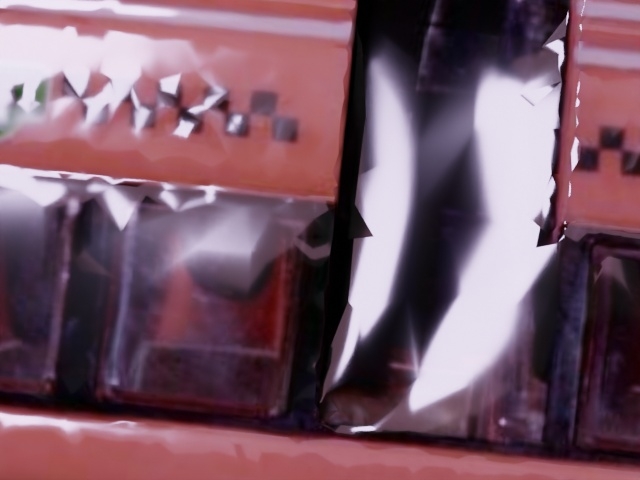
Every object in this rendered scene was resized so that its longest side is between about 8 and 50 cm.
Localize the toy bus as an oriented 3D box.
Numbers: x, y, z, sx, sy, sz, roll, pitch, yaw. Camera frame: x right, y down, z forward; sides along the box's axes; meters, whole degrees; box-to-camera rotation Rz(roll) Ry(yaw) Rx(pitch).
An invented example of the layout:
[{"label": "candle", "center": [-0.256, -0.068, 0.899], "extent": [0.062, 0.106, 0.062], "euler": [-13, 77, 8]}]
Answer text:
[{"label": "toy bus", "center": [0.000, 0.000, 0.578], "extent": [0.427, 0.203, 0.233], "euler": [6, 80, 1]}]
